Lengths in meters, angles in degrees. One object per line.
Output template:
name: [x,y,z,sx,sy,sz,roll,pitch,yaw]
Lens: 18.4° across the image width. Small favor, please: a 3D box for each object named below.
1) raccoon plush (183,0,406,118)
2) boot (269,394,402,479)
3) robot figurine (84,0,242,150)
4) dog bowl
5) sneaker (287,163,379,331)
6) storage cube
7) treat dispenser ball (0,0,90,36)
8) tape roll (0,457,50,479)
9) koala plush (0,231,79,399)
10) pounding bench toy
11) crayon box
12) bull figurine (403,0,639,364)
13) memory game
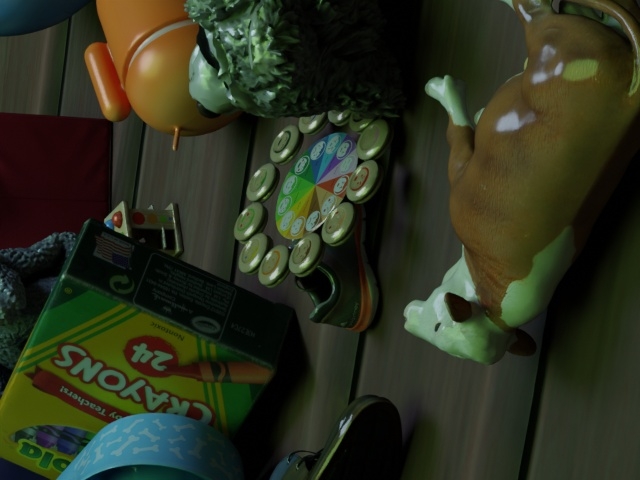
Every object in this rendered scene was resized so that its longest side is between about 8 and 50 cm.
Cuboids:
raccoon plush: [-0.012,-0.306,1.525,0.299,0.216,0.446,47,129,43]
boot: [-0.002,0.187,1.583,0.106,0.082,0.219,55,137,44]
robot figurine: [-0.131,-0.183,1.798,0.128,0.158,0.219,98,156,-49]
dog bowl: [-0.173,0.257,1.771,0.297,0.166,0.074,-47,26,40]
sneaker: [0.000,0.000,1.606,0.061,0.065,0.158,-54,43,47]
storage cube: [-0.348,-0.038,2.124,0.215,0.193,0.183,-11,79,62]
treat dispenser ball: [-0.331,-0.353,2.009,0.288,0.288,0.288,-7,83,62]
tape roll: [-0.358,0.219,1.980,0.080,0.189,0.189,-52,13,-29]
koala plush: [-0.231,0.121,1.953,0.221,0.203,0.196,46,143,28]
pounding bench toy: [-0.175,0.010,1.932,0.052,0.065,0.083,-39,55,54]
crayon box: [-0.178,0.143,1.784,0.081,0.202,0.318,-73,10,-45]
bull figurine: [0.138,-0.059,1.316,0.310,0.101,0.188,-59,38,43]
memory game: [-0.008,-0.046,1.601,0.186,0.012,0.186,-35,37,32]
